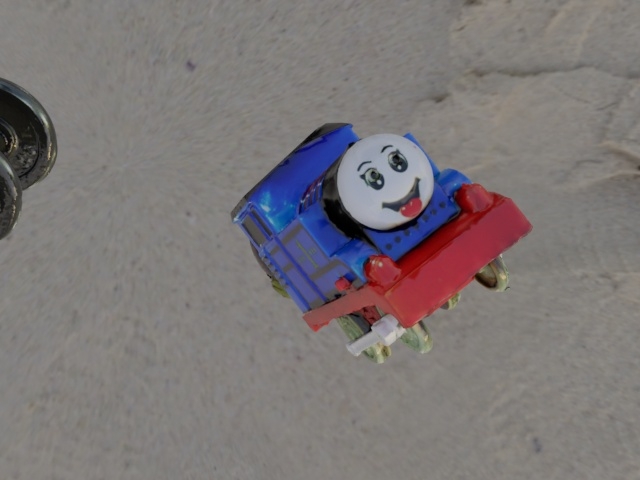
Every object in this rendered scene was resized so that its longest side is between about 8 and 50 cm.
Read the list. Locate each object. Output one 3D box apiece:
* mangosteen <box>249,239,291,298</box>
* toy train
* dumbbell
[{"bbox_3d":[0.000,0.000,1.421,0.166,0.180,0.166,-7,139,-6],"label":"mangosteen"},{"bbox_3d":[0.024,-0.003,0.644,0.083,0.204,0.131,-37,90,-14],"label":"toy train"},{"bbox_3d":[-0.467,-0.108,1.597,0.192,0.290,0.192,5,125,7],"label":"dumbbell"}]
